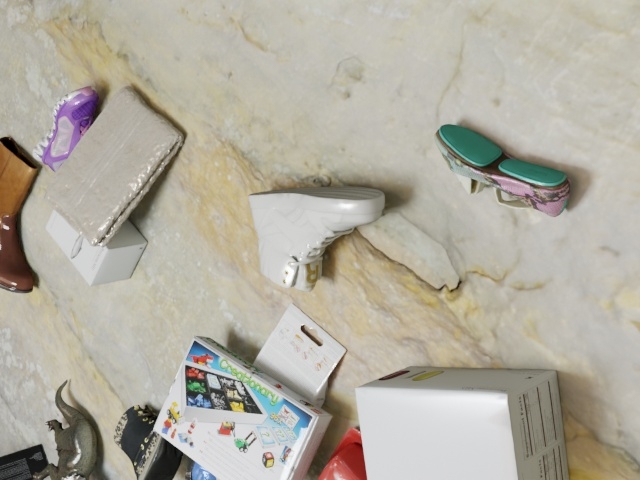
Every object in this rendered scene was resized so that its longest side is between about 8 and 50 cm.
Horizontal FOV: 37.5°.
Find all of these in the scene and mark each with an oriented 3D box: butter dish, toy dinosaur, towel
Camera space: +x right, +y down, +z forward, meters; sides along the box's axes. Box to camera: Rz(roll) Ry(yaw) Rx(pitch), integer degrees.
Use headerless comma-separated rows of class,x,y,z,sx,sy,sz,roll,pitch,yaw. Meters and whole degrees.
butter dish,0.047,0.419,1.544,0.160,0.118,0.159,41,122,27
toy dinosaur,-0.539,0.468,2.066,0.160,0.121,0.313,-9,63,35
towel,-0.397,-0.139,1.809,0.187,0.049,0.282,41,95,26

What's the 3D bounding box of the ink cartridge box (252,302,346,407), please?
ink cartridge box,-0.041,0.222,1.649,0.145,0.045,0.179,38,102,30

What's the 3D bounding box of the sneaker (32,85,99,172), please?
sneaker,-0.498,-0.213,1.920,0.104,0.095,0.236,51,131,13

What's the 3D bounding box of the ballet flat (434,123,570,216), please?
ballet flat,0.247,-0.090,1.325,0.222,0.077,0.079,29,135,33

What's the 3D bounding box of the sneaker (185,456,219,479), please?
sneaker,-0.215,0.473,1.812,0.085,0.058,0.152,-16,83,35

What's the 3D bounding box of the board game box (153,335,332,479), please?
board game box,-0.142,0.318,1.640,0.305,0.053,0.192,27,96,33

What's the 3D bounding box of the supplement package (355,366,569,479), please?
supplement package,0.205,0.298,1.373,0.262,0.145,0.203,-5,94,40

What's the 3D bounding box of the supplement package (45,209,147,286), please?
supplement package,-0.453,-0.010,1.900,0.179,0.105,0.105,46,122,24

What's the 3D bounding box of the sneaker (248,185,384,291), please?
sneaker,0.000,0.000,1.529,0.293,0.108,0.169,2,101,50

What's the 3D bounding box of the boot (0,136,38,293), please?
boot,-0.686,-0.053,2.125,0.264,0.096,0.280,48,117,33

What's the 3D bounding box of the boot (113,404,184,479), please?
boot,-0.320,0.358,1.862,0.179,0.085,0.236,36,100,49

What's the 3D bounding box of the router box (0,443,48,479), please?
router box,-0.821,0.579,2.178,0.243,0.309,0.081,-32,76,40
